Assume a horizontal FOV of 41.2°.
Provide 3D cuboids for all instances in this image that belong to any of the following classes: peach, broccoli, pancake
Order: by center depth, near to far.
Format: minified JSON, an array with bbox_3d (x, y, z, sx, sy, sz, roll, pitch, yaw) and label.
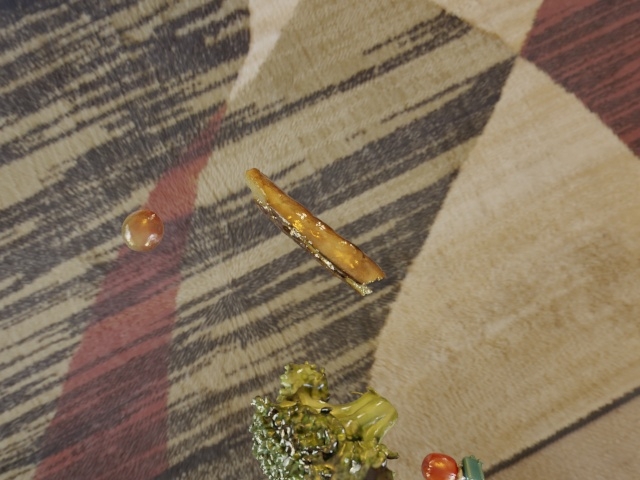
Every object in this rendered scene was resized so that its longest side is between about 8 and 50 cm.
[{"bbox_3d":[0.000,0.000,1.347,0.056,0.212,0.257,-51,126,-3],"label":"pancake"},{"bbox_3d":[-0.338,-0.019,1.626,0.083,0.083,0.083,0,87,-6],"label":"peach"},{"bbox_3d":[0.037,0.413,1.659,0.281,0.293,0.348,-42,135,-21],"label":"broccoli"}]

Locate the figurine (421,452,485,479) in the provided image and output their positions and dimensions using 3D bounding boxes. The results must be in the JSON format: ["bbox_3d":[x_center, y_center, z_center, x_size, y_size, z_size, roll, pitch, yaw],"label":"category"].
[{"bbox_3d":[0.259,0.455,1.673,0.140,0.075,0.068,17,51,-25],"label":"figurine"}]
